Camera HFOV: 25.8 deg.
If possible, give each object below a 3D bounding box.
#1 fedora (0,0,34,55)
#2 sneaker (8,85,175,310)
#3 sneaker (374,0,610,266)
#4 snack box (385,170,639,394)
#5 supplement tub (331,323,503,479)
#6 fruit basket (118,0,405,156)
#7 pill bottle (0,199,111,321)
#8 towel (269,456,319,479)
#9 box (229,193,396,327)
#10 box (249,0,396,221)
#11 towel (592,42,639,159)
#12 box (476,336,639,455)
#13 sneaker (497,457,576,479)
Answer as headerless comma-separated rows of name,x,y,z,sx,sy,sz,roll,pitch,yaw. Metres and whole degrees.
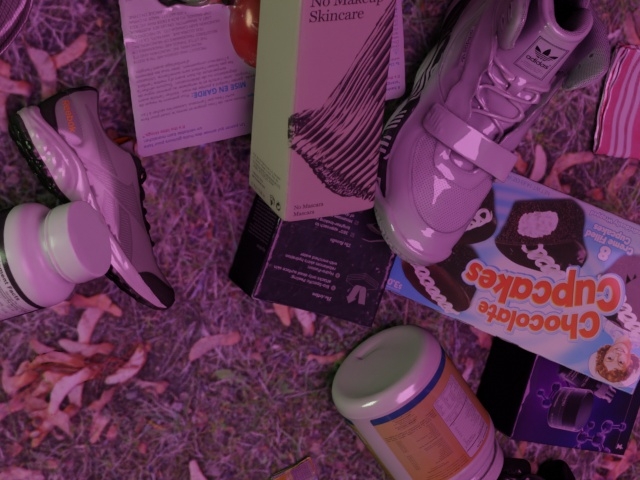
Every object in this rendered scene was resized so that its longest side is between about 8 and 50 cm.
fedora,-0.396,-0.246,1.331,0.275,0.124,0.243,-27,114,-14
sneaker,-0.219,-0.040,1.483,0.108,0.100,0.271,-35,115,-17
sneaker,0.184,-0.150,1.507,0.137,0.210,0.365,29,72,-18
snack box,0.253,0.031,1.640,0.322,0.060,0.187,23,95,5
supplement tub,0.120,0.215,1.673,0.144,0.144,0.199,-40,117,-9
fruit basket,-0.063,-0.287,1.461,0.327,0.165,0.353,-16,124,-22
pill bottle,-0.314,0.024,1.405,0.194,0.108,0.108,-17,115,19
towel,-0.025,0.310,1.714,0.060,0.009,0.083,-25,113,-16
box,0.000,0.000,1.589,0.156,0.093,0.158,16,97,-25
box,0.001,-0.164,1.405,0.113,0.094,0.275,-10,123,-24
towel,0.440,-0.168,1.766,0.197,0.029,0.144,5,104,-24
box,0.326,0.125,1.763,0.184,0.103,0.261,11,100,-28
sneaker,0.219,0.352,1.774,0.293,0.102,0.146,-12,93,-36
